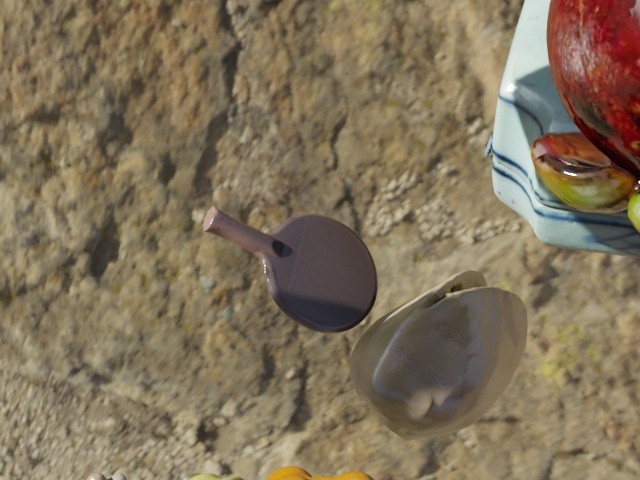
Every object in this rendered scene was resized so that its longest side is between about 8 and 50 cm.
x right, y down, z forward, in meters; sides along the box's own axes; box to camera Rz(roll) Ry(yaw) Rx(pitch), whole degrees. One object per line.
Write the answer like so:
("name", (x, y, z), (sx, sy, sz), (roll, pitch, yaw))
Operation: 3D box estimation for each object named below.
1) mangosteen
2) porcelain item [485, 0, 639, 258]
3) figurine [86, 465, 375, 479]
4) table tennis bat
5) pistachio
("mangosteen", (0.187, -0.070, 0.591), (0.200, 0.200, 0.200), (5, 70, -15))
("porcelain item", (0.300, -0.116, 1.131), (0.285, 0.157, 0.281), (7, 47, 13))
("figurine", (-0.088, 0.230, 0.729), (0.381, 0.205, 0.224), (17, 30, -24))
("table tennis bat", (0.000, 0.000, 1.070), (0.170, 0.119, 0.107), (25, 60, -19))
("pistachio", (0.113, 0.105, 1.177), (0.126, 0.152, 0.223), (29, 26, 28))
